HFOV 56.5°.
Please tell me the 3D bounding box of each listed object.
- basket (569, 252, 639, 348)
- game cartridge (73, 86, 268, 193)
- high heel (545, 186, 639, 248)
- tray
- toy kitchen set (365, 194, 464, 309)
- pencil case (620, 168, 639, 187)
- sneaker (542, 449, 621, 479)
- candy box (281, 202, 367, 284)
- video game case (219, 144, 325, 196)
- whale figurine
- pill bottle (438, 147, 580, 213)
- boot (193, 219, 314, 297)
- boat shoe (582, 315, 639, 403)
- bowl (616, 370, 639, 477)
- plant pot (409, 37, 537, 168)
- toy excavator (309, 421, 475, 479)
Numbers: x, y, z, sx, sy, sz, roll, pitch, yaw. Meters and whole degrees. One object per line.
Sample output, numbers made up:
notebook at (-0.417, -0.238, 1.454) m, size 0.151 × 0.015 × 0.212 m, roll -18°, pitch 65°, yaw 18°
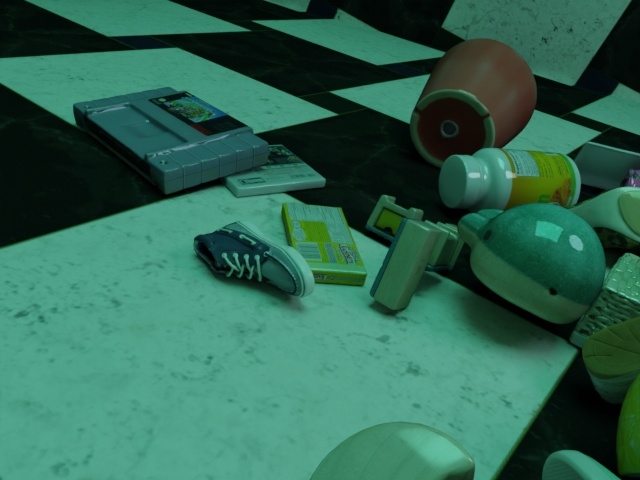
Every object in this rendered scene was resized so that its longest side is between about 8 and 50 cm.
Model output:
basket at (0.447, 0.100, 0.850) m, size 0.113 × 0.103 × 0.167 m, roll 29°, pitch 32°, yaw 26°
game cartridge at (-0.290, -0.211, 1.144) m, size 0.230 × 0.068 × 0.355 m, roll -27°, pitch 45°, yaw -34°
high heel at (0.473, -0.020, 0.995) m, size 0.261 × 0.093 × 0.186 m, roll 2°, pitch -13°, yaw 10°
tray at (0.726, -0.162, 1.388) m, size 0.270 × 0.145 × 0.030 m, roll 15°, pitch 63°, yaw 6°
toy kitchen set at (0.108, 0.008, 0.912) m, size 0.166 × 0.122 × 0.207 m, roll 28°, pitch 13°, yaw 28°
pencil case at (0.783, -0.097, 1.346) m, size 0.209 × 0.095 × 0.098 m, roll 17°, pitch -11°, yaw 9°
sneaker at (0.318, 0.271, 0.503) m, size 0.151 × 0.094 × 0.256 m, roll -16°, pitch 49°, yaw -31°
candy box at (0.000, 0.000, 0.938) m, size 0.105 × 0.027 × 0.206 m, roll 7°, pitch 29°, yaw -14°
video game case at (-0.114, -0.138, 1.148) m, size 0.190 × 0.022 × 0.173 m, roll -10°, pitch 36°, yaw -33°
whale figurine at (0.304, 0.002, 0.858) m, size 0.216 × 0.141 × 0.272 m, roll 27°, pitch 20°, yaw -6°
pill bottle at (0.362, -0.109, 1.155) m, size 0.245 × 0.136 × 0.136 m, roll 1°, pitch 31°, yaw -19°
boot at (-0.095, 0.034, 0.814) m, size 0.086 × 0.069 × 0.190 m, roll -20°, pitch 33°, yaw -34°
boat shoe at (0.460, 0.125, 0.708) m, size 0.277 × 0.096 × 0.098 m, roll -20°, pitch 32°, yaw 16°
bowl at (0.420, 0.135, 0.555) m, size 0.289 × 0.289 × 0.156 m, roll 5°, pitch 66°, yaw -13°
plant pot at (0.338, -0.298, 1.380) m, size 0.274 × 0.275 × 0.243 m, roll 23°, pitch 41°, yaw 19°
toy excavator at (0.225, 0.286, 0.304) m, size 0.444 × 0.222 × 0.433 m, roll -11°, pitch 55°, yaw 4°
